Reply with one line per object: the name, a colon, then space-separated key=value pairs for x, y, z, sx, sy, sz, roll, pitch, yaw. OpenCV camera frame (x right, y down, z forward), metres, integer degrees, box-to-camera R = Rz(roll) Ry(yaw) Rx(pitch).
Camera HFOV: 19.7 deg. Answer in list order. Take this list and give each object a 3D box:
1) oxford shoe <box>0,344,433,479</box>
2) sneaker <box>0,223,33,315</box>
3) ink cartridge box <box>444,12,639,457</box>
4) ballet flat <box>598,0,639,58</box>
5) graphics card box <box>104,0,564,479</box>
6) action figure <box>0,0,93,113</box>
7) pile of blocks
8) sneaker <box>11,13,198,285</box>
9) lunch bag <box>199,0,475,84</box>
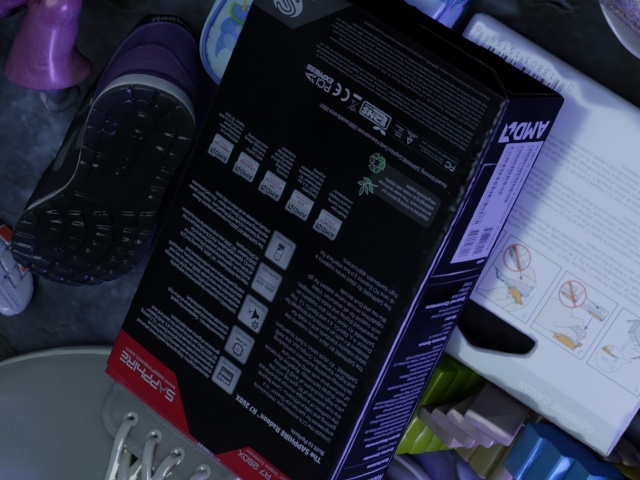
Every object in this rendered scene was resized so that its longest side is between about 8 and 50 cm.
oxford shoe: x=-0.121 y=0.195 z=1.557 sx=0.449 sy=0.130 sz=0.169 roll=14 pitch=106 yaw=18
sneaker: x=-0.316 y=0.006 z=1.636 sx=0.158 sy=0.061 sz=0.065 roll=53 pitch=139 yaw=4
ink cartridge box: x=0.178 y=-0.006 z=1.430 sx=0.275 sy=0.060 sz=0.239 roll=34 pitch=101 yaw=10
ballet flat: x=0.298 y=-0.140 z=1.366 sx=0.316 sy=0.107 sz=0.106 roll=49 pitch=143 yaw=12
graphics card box: x=0.000 y=0.000 z=1.377 sx=0.233 sy=0.094 sz=0.370 roll=35 pitch=114 yaw=29
action figure: x=-0.283 y=-0.229 z=1.430 sx=0.370 sy=0.276 sz=0.248 roll=-14 pitch=83 yaw=20
pile of blocks: x=0.151 y=0.180 z=1.446 sx=0.362 sy=0.149 sz=0.112 roll=33 pitch=111 yaw=11
sneaker: x=-0.168 y=-0.073 z=1.542 sx=0.107 sy=0.124 sz=0.283 roll=24 pitch=136 yaw=-17
lunch bag: x=0.016 y=-0.189 z=1.451 sx=0.176 sy=0.090 sz=0.219 roll=36 pitch=112 yaw=9
